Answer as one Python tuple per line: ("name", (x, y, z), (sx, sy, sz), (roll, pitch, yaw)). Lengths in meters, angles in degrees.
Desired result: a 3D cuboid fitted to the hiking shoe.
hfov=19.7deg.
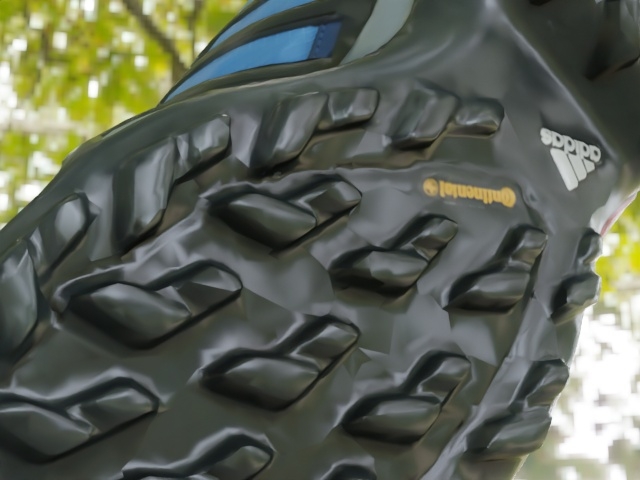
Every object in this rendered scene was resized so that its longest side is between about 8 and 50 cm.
("hiking shoe", (0.000, 0.000, 0.438), (0.113, 0.304, 0.132), (56, -31, -11))
